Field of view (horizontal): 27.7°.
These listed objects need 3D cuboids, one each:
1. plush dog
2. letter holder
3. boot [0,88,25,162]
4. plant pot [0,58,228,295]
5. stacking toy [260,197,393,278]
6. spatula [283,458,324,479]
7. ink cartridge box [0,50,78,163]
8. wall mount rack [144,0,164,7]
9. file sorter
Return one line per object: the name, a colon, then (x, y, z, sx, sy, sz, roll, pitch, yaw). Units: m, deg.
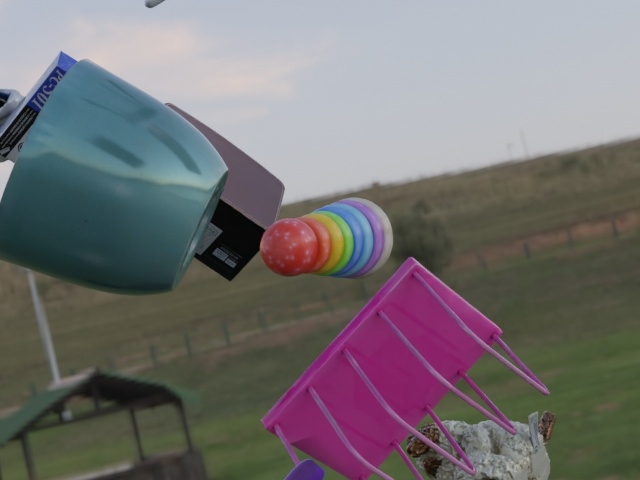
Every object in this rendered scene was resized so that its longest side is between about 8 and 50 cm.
plush dog: (0.258, 0.360, 2.146, 0.225, 0.211, 0.262, 6, -30, 31)
letter holder: (-0.240, -0.104, 2.565, 0.152, 0.301, 0.214, -46, 18, 30)
boot: (-0.540, -0.206, 2.198, 0.258, 0.095, 0.123, -5, -36, 49)
plant pot: (-0.263, -0.061, 1.728, 0.235, 0.293, 0.293, 24, -9, -1)
stacking toy: (0.000, 0.000, 2.092, 0.141, 0.141, 0.330, -16, -5, 22)
spatula: (-0.023, 0.300, 1.528, 0.084, 0.030, 0.296, -53, -10, -7)
ink cartridge box: (-0.425, -0.195, 2.045, 0.097, 0.046, 0.207, 32, -56, -24)
wall mount rack: (-0.132, -0.468, 1.724, 0.130, 0.304, 0.350, 16, -14, -2)
file sorter: (0.115, 0.216, 1.652, 0.291, 0.182, 0.202, -48, -53, 6)
